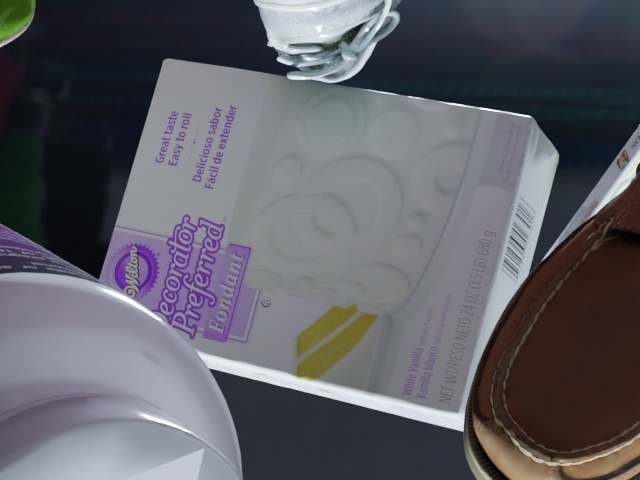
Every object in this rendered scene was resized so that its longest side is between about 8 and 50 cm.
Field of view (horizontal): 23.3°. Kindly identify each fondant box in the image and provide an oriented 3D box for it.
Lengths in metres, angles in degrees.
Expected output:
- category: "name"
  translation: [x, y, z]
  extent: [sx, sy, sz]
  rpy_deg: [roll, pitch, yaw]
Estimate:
- category: "fondant box"
  translation: [0.000, 0.000, 1.252]
  extent: [0.096, 0.330, 0.238]
  rpy_deg: [34, -111, -64]

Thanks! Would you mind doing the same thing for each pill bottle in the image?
- category: "pill bottle"
  translation: [-0.151, 0.085, 0.631]
  extent: [0.323, 0.181, 0.181]
  rpy_deg: [20, 113, 58]

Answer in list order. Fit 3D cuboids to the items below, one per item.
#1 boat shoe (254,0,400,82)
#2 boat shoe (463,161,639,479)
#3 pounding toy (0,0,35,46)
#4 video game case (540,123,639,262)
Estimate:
- category: "boat shoe"
  translation: [0.011, -0.176, 1.245]
  extent: [0.320, 0.118, 0.103]
  rpy_deg: [-132, 22, -83]
- category: "boat shoe"
  translation: [0.177, -0.006, 0.698]
  extent: [0.307, 0.111, 0.104]
  rpy_deg: [-43, -21, -25]
- category: "pounding toy"
  translation: [-0.307, -0.193, 1.024]
  extent: [0.237, 0.183, 0.110]
  rpy_deg: [-20, -53, -33]
- category: "video game case"
  translation: [0.310, -0.005, 1.245]
  extent: [0.206, 0.227, 0.026]
  rpy_deg: [-59, 29, 32]
